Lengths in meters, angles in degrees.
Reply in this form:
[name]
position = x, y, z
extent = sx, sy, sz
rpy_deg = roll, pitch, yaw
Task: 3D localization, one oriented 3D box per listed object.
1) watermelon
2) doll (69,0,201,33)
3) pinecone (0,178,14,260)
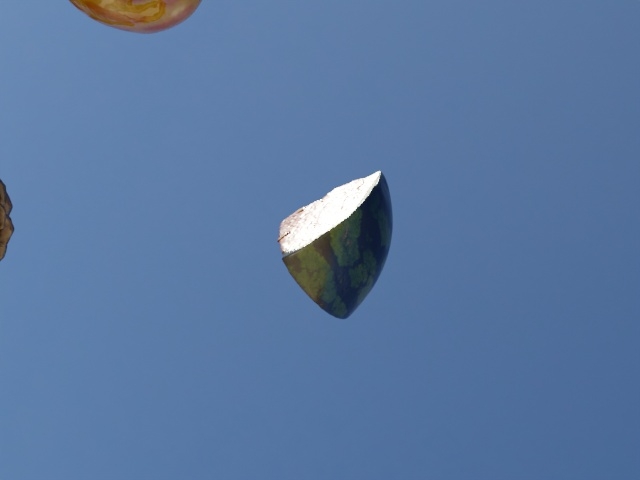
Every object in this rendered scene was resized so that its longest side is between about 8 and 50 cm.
[watermelon]
position = 0.000, 0.000, 1.330
extent = 0.094, 0.135, 0.125
rpy_deg = 28, -71, 28
[doll]
position = -0.160, -0.294, 1.391
extent = 0.269, 0.162, 0.167
rpy_deg = -45, -117, 58
[pinecone]
position = -0.371, -0.015, 1.499
extent = 0.165, 0.162, 0.163
rpy_deg = -145, -133, -72
